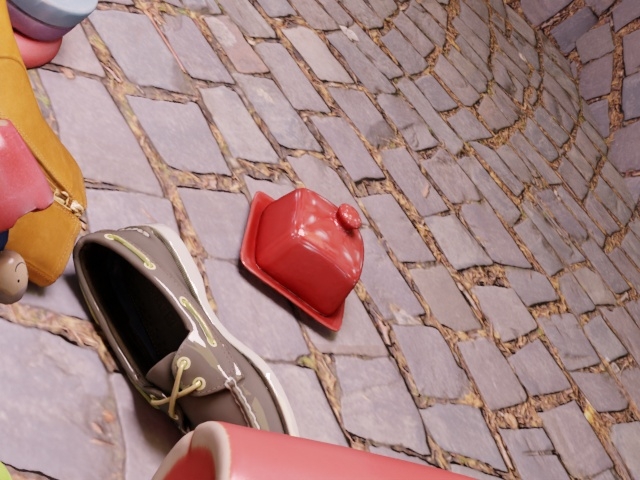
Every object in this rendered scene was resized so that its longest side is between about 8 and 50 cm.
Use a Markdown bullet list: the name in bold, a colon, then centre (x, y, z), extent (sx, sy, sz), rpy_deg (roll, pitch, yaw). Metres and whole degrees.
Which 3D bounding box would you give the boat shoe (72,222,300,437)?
- **boat shoe**: centre (-0.126, 0.111, 0.910), extent (0.091, 0.109, 0.305), rpy_deg (-2, 51, -54)

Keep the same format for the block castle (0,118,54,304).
- **block castle**: centre (-0.358, 0.030, 0.461), extent (0.453, 0.303, 0.213), rpy_deg (-51, 127, -61)

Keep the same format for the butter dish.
- **butter dish**: centre (0.000, 0.000, 1.199), extent (0.160, 0.118, 0.160), rpy_deg (38, 32, -21)

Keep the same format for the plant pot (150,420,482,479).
- **plant pot**: centre (-0.014, 0.269, 0.745), extent (0.243, 0.275, 0.275), rpy_deg (28, 35, -20)

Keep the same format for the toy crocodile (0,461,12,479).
- **toy crocodile**: centre (-0.215, 0.219, 0.634), extent (0.340, 0.105, 0.115), rpy_deg (49, 28, 20)

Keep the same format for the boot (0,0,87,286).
- **boot**: centre (-0.287, -0.120, 0.894), extent (0.211, 0.104, 0.295), rpy_deg (44, 42, -58)

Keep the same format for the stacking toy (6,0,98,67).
- **stacking toy**: centre (-0.384, -0.345, 1.054), extent (0.279, 0.130, 0.309), rpy_deg (-5, 60, -57)
